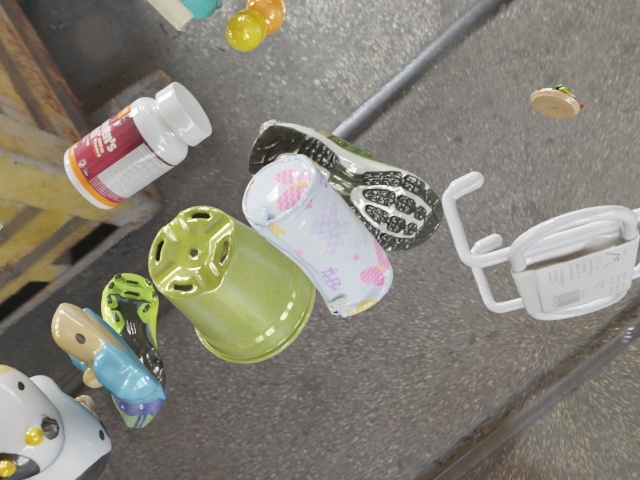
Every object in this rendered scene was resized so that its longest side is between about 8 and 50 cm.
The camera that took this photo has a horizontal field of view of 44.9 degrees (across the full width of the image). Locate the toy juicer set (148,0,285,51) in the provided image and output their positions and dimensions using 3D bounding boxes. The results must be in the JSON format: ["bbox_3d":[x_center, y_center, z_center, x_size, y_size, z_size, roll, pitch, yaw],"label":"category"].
[{"bbox_3d":[-0.180,-0.340,1.085,0.089,0.329,0.209,-40,81,36],"label":"toy juicer set"}]

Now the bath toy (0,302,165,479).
[{"bbox_3d":[-0.265,0.214,0.586,0.348,0.151,0.129,-51,41,-7],"label":"bath toy"}]

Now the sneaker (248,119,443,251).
[{"bbox_3d":[0.053,-0.125,1.428,0.410,0.182,0.158,27,114,-24],"label":"sneaker"}]

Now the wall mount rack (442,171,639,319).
[{"bbox_3d":[0.293,-0.028,0.794,0.304,0.350,0.130,-18,68,12],"label":"wall mount rack"}]

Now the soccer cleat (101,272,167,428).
[{"bbox_3d":[-0.302,0.166,1.224,0.289,0.093,0.121,-114,37,-48],"label":"soccer cleat"}]

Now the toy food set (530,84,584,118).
[{"bbox_3d":[0.381,-0.222,1.252,0.082,0.083,0.020,6,69,47],"label":"toy food set"}]

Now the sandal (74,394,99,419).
[{"bbox_3d":[-0.411,0.286,1.289,0.072,0.180,0.049,-28,102,-12],"label":"sandal"}]

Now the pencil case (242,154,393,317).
[{"bbox_3d":[0.000,0.000,1.107,0.124,0.273,0.113,-49,46,-10],"label":"pencil case"}]

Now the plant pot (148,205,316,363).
[{"bbox_3d":[-0.183,0.066,1.465,0.276,0.254,0.276,-10,63,20],"label":"plant pot"}]

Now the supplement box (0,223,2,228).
[{"bbox_3d":[-0.497,0.000,1.090,0.062,0.098,0.036,-28,114,9],"label":"supplement box"}]

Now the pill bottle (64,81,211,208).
[{"bbox_3d":[-0.294,-0.155,1.257,0.221,0.121,0.121,-32,76,13],"label":"pill bottle"}]
